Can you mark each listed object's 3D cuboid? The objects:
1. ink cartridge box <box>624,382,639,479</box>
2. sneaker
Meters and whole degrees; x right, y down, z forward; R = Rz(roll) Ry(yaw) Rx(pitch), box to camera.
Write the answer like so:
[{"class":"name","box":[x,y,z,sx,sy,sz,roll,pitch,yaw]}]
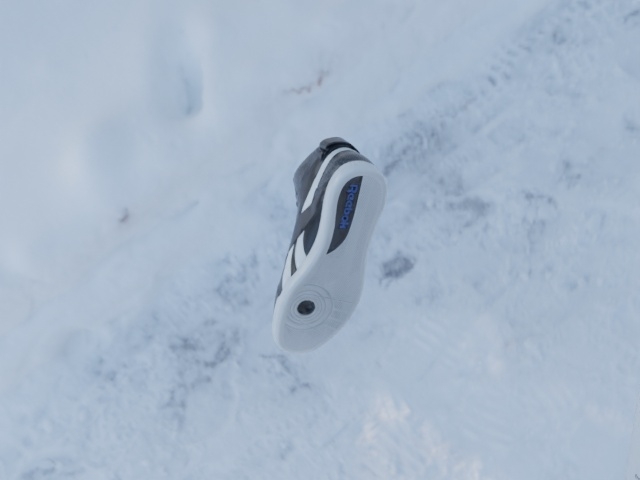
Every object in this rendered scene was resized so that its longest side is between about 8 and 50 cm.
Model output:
[{"class":"ink cartridge box","box":[0.401,0.099,0.736,0.211,0.289,0.121,-6,22,-17]},{"class":"sneaker","box":[0.000,0.000,0.878,0.216,0.079,0.121,-67,25,22]}]
